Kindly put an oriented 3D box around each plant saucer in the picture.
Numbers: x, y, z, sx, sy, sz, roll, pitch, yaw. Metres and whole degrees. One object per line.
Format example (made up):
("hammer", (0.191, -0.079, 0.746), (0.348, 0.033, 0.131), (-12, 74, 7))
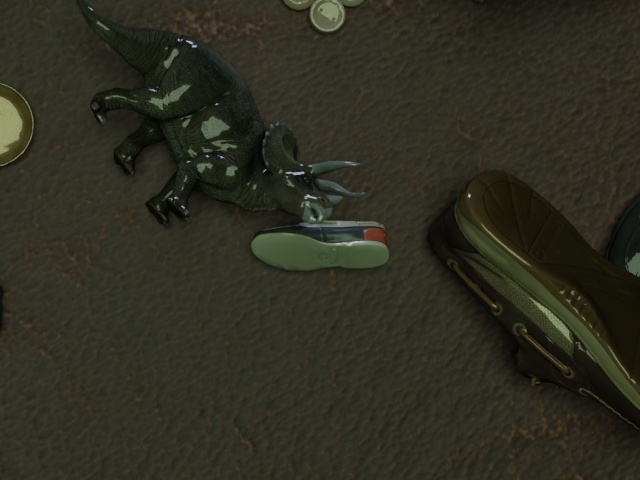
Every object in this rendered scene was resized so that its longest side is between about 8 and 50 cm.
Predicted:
("plant saucer", (-0.320, -0.112, 1.196), (0.083, 0.015, 0.083), (0, 88, -6))

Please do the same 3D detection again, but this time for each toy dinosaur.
("toy dinosaur", (-0.119, -0.114, 1.187), (0.160, 0.121, 0.313), (-38, 88, -19))

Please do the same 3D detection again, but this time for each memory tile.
("memory tile", (-0.010, -0.290, 1.241), (0.148, 0.012, 0.113), (42, 84, -4))

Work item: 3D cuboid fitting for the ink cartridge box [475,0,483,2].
("ink cartridge box", (0.127, -0.327, 1.201), (0.175, 0.127, 0.072), (41, 82, -4))

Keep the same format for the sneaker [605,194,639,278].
("sneaker", (0.405, -0.036, 1.234), (0.267, 0.106, 0.101), (-35, 94, -5))

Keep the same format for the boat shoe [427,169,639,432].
("boat shoe", (0.243, 0.085, 1.212), (0.342, 0.123, 0.123), (42, 46, -2))

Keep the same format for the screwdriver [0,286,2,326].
("screwdriver", (-0.324, 0.008, 1.193), (0.025, 0.024, 0.169), (-10, 82, 22))

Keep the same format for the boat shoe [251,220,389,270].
("boat shoe", (0.000, 0.000, 1.217), (0.137, 0.049, 0.043), (1, 45, -4))
